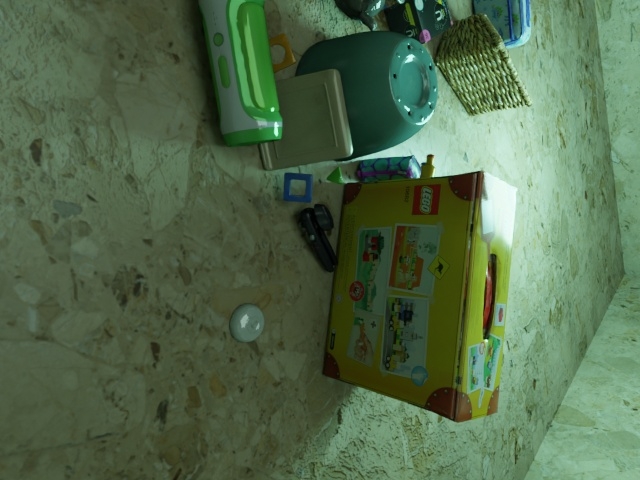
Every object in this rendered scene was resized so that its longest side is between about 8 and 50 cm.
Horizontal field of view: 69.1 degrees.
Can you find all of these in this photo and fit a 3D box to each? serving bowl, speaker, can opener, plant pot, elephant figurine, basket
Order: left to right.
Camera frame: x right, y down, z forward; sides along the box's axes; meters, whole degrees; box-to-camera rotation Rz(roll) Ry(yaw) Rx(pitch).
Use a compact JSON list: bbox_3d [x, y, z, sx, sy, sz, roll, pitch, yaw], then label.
[{"bbox_3d":[-0.150,-0.336,0.887,0.131,0.131,0.297,-17,103,-42],"label":"speaker"},{"bbox_3d":[-0.148,0.175,0.977,0.083,0.027,0.083,-2,93,-45],"label":"serving bowl"},{"bbox_3d":[0.000,0.000,1.094,0.059,0.073,0.186,-47,132,-41],"label":"can opener"},{"bbox_3d":[0.127,-0.622,1.135,0.239,0.169,0.186,-32,143,-55],"label":"elephant figurine"},{"bbox_3d":[0.125,-0.341,1.076,0.293,0.235,0.293,-3,94,-44],"label":"plant pot"},{"bbox_3d":[0.549,-0.575,1.483,0.299,0.223,0.214,37,67,-37],"label":"basket"}]

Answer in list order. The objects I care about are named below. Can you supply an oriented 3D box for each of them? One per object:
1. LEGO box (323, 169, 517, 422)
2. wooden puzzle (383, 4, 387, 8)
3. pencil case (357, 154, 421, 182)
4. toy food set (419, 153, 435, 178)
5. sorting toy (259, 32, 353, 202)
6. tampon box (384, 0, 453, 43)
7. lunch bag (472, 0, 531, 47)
[{"bbox_3d":[0.226,0.110,1.096,0.193,0.372,0.500,11,85,-44],"label":"LEGO box"},{"bbox_3d":[0.171,-0.690,1.258,0.078,0.014,0.116,-31,113,-39],"label":"wooden puzzle"},{"bbox_3d":[0.175,-0.182,1.188,0.070,0.151,0.065,-38,121,-47],"label":"pencil case"},{"bbox_3d":[0.349,-0.164,1.382,0.232,0.111,0.105,20,78,-40],"label":"toy food set"},{"bbox_3d":[-0.040,-0.256,0.993,0.047,0.195,0.348,-74,154,-76],"label":"sorting toy"},{"bbox_3d":[0.277,-0.624,1.300,0.161,0.101,0.120,-43,119,-34],"label":"tampon box"},{"bbox_3d":[0.616,-0.762,1.570,0.090,0.176,0.219,-16,103,-43],"label":"lunch bag"}]
